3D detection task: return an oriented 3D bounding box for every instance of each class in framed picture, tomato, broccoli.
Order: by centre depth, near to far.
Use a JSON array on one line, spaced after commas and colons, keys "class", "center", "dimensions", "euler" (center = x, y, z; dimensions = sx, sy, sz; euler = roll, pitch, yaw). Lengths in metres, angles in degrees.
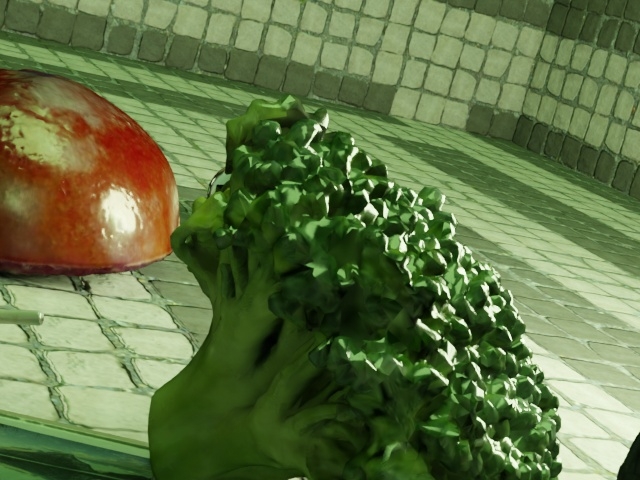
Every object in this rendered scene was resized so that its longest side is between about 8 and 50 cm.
[{"class": "broccoli", "center": [0.027, 0.069, 0.860], "dimensions": [0.272, 0.324, 0.334], "euler": [5, 5, 13]}, {"class": "framed picture", "center": [-0.202, 0.149, 0.870], "dimensions": [0.203, 0.015, 0.150], "euler": [14, 11, -7]}, {"class": "tomato", "center": [-0.281, -0.087, 1.398], "dimensions": [0.289, 0.176, 0.335], "euler": [13, 15, 5]}]

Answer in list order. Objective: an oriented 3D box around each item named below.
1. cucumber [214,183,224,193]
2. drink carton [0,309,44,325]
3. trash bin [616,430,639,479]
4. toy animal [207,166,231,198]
[{"class": "cucumber", "center": [0.000, 0.000, 1.648], "dimensions": [0.303, 0.081, 0.072], "euler": [15, -21, 1]}, {"class": "drink carton", "center": [-0.312, 0.059, 0.997], "dimensions": [0.200, 0.074, 0.084], "euler": [18, 13, 5]}, {"class": "trash bin", "center": [0.343, 0.200, 0.990], "dimensions": [0.175, 0.175, 0.161], "euler": [7, 24, -35]}, {"class": "toy animal", "center": [-0.097, -0.049, 1.753], "dimensions": [0.071, 0.085, 0.124], "euler": [-17, -37, 21]}]
